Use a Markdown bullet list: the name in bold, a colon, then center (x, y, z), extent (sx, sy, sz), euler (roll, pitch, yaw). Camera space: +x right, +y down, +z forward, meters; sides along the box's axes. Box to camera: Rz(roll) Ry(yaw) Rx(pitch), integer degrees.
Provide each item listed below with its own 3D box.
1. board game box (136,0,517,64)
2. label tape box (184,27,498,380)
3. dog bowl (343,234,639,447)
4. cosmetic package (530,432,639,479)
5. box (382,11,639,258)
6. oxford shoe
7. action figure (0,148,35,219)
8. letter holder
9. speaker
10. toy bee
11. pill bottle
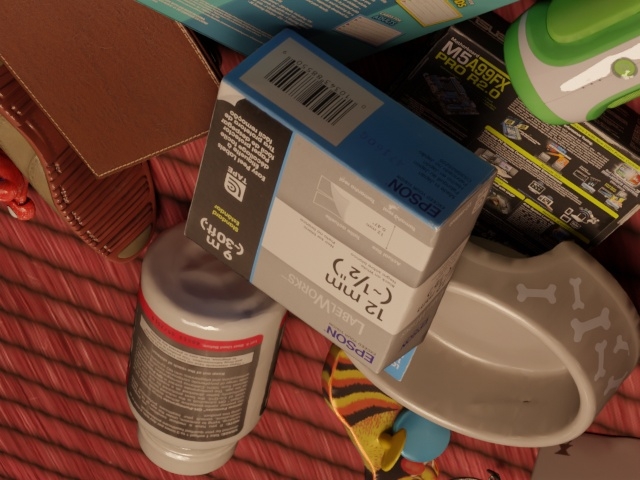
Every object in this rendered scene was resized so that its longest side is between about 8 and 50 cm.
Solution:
- **board game box**: center (0.030, -0.263, 1.495), extent (0.336, 0.079, 0.254), euler (-16, 156, 35)
- **label tape box**: center (0.000, 0.000, 1.617), extent (0.249, 0.115, 0.348), euler (35, 139, 14)
- **dog bowl**: center (0.167, 0.098, 1.785), extent (0.348, 0.102, 0.349), euler (21, 150, 13)
- **cosmetic package**: center (0.379, 0.453, 2.035), extent (0.230, 0.161, 0.453), euler (7, 132, 19)
- **box**: center (0.193, -0.094, 1.680), extent (0.270, 0.060, 0.216), euler (33, 135, -8)
- **oxford shoe**: center (-0.303, -0.120, 1.871), extent (0.130, 0.123, 0.348), euler (18, 144, 48)
- **action figure**: center (-0.434, -0.127, 1.918), extent (0.139, 0.091, 0.280), euler (-14, 123, 26)
- **letter holder**: center (-0.212, -0.245, 1.662), extent (0.214, 0.152, 0.302), euler (-19, 121, 34)
- **speaker**: center (0.312, -0.204, 1.469), extent (0.296, 0.131, 0.131), euler (-23, 118, 38)
- **toy bee**: center (0.088, 0.258, 1.962), extent (0.298, 0.162, 0.195), euler (46, 176, 9)
- **pill bottle**: center (-0.140, 0.138, 1.967), extent (0.176, 0.176, 0.318), euler (20, 136, 6)
